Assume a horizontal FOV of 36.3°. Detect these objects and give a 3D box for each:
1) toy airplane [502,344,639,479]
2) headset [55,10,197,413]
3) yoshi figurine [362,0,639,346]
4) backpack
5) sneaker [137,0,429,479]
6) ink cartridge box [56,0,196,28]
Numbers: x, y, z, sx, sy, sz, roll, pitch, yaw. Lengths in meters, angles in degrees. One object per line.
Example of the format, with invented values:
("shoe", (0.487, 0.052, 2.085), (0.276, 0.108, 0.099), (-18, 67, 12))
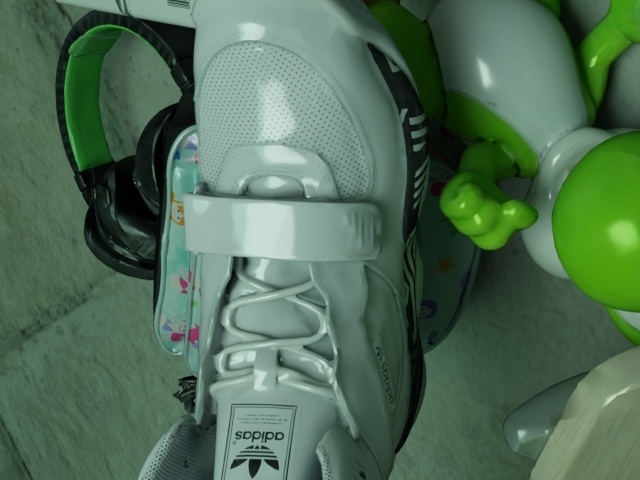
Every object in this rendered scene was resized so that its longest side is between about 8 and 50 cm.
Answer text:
("toy airplane", (0.176, 0.239, 0.707), (0.386, 0.272, 0.384), (-29, 122, 34))
("headset", (-0.156, -0.037, 0.949), (0.243, 0.185, 0.394), (-35, 84, 47))
("yoshi figurine", (0.149, -0.086, 0.638), (0.362, 0.203, 0.203), (52, 129, 8))
("backpack", (0.000, 0.000, 0.772), (0.191, 0.253, 0.225), (-106, 23, -57))
("sneaker", (-0.016, 0.041, 0.549), (0.137, 0.210, 0.366), (1, 124, 16))
("ink cartridge box", (-0.124, -0.298, 0.845), (0.272, 0.114, 0.197), (19, 122, 36))
